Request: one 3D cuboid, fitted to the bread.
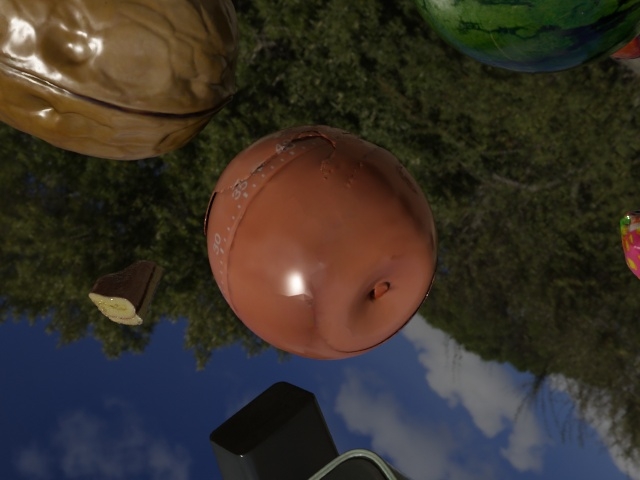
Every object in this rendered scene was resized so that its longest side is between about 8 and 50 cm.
[{"bbox_3d":[-0.368,0.102,1.372,0.192,0.119,0.067,-84,-15,-66],"label":"bread"}]

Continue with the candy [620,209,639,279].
[{"bbox_3d":[0.490,0.115,0.965,0.124,0.124,0.366,26,-128,-38],"label":"candy"}]

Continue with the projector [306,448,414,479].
[{"bbox_3d":[0.028,0.173,0.399,0.083,0.083,0.082,53,-178,37],"label":"projector"}]

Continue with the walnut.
[{"bbox_3d":[-0.157,-0.143,0.512,0.207,0.167,0.167,21,-161,-9],"label":"walnut"}]

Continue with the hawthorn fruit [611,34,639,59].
[{"bbox_3d":[0.497,-0.402,1.186,0.185,0.185,0.202,34,-142,-16],"label":"hawthorn fruit"}]

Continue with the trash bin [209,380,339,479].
[{"bbox_3d":[-0.054,0.347,1.074,0.115,0.165,0.226,10,124,48],"label":"trash bin"}]

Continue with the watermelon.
[{"bbox_3d":[0.188,-0.258,0.604,0.242,0.242,0.242,35,-163,-12],"label":"watermelon"}]

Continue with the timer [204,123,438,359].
[{"bbox_3d":[0.000,0.000,0.746,0.229,0.230,0.215,20,-163,-48],"label":"timer"}]
